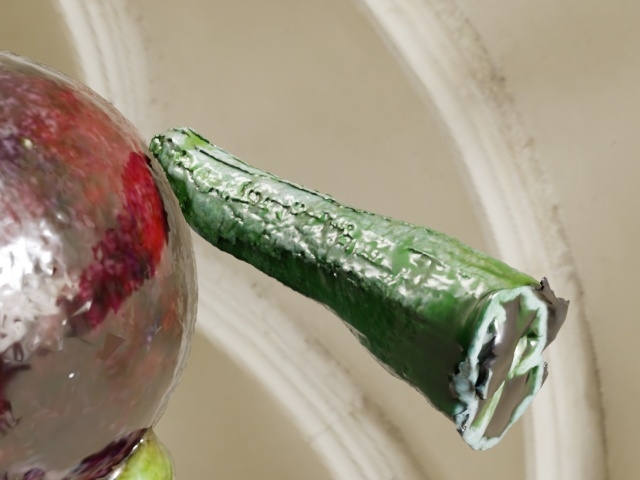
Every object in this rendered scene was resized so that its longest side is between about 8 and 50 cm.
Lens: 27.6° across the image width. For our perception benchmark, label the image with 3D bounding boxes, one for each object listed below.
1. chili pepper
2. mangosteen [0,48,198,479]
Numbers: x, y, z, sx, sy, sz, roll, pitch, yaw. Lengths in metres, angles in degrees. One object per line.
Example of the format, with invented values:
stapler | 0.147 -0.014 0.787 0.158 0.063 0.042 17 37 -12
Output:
chili pepper | 0.000 0.000 0.578 0.227 0.059 0.088 33 -45 31
mangosteen | -0.190 0.050 0.657 0.300 0.300 0.300 20 -52 27
